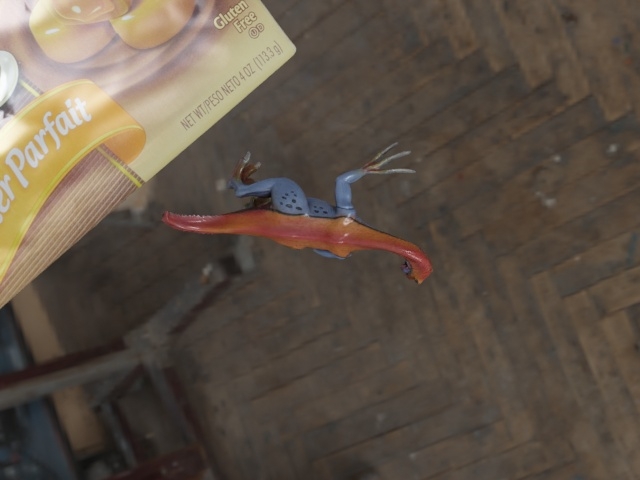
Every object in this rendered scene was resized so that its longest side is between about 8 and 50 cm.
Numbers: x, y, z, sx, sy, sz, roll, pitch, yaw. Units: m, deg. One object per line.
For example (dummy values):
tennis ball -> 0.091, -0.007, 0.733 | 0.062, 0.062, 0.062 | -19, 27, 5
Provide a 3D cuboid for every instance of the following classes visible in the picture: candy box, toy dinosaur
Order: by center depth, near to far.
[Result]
toy dinosaur -> 0.000, 0.000, 0.533 | 0.082, 0.090, 0.047 | 32, 144, 36
candy box -> -0.189, -0.080, 0.777 | 0.183, 0.316, 0.087 | 51, 160, -12
